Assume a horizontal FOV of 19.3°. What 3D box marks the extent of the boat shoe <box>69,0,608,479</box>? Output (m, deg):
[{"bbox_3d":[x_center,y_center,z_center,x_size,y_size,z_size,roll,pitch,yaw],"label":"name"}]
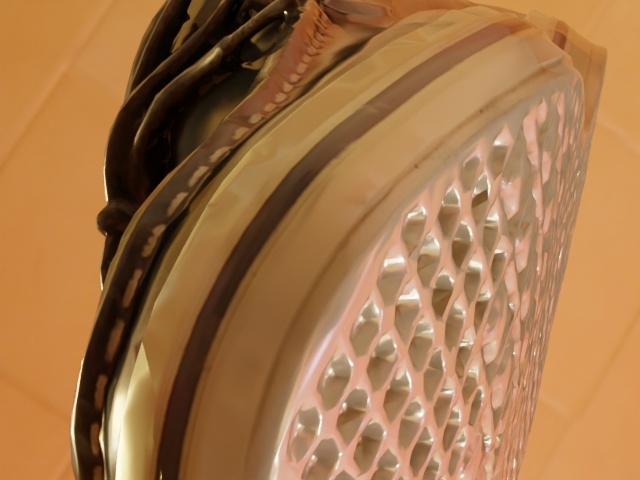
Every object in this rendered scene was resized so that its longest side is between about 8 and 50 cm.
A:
[{"bbox_3d":[0.000,0.000,0.593,0.156,0.187,0.500,13,14,7],"label":"boat shoe"}]
